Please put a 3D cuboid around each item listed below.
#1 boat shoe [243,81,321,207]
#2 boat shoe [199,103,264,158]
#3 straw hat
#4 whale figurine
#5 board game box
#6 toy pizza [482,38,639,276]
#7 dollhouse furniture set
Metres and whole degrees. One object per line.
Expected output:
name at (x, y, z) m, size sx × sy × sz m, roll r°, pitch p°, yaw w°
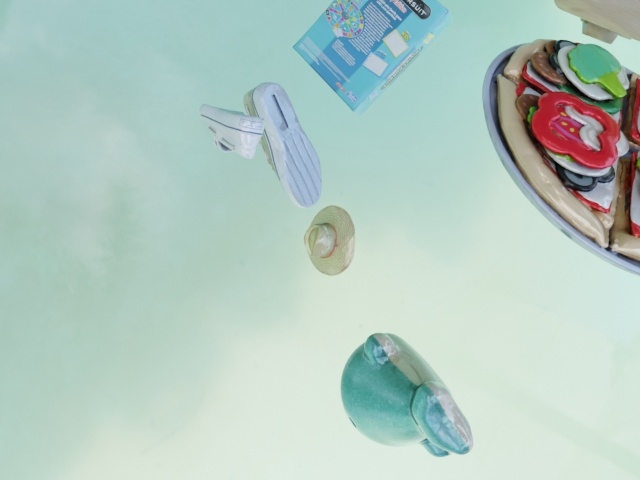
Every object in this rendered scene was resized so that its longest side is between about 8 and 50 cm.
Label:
boat shoe at (-0.084, -0.218, 1.206) m, size 0.109 × 0.094 × 0.302 m, roll -32°, pitch 113°, yaw -30°
boat shoe at (-0.170, -0.197, 0.930) m, size 0.083 × 0.226 × 0.075 m, roll 6°, pitch 105°, yaw -27°
straw hat at (0.000, 0.000, 1.029) m, size 0.061 × 0.145 × 0.144 m, roll -1°, pitch 105°, yaw -47°
whale figurine at (0.115, 0.242, 0.765) m, size 0.141 × 0.272 × 0.216 m, roll -33°, pitch 95°, yaw -10°
board game box at (0.132, -0.542, 1.369) m, size 0.336 × 0.253 × 0.079 m, roll -44°, pitch 170°, yaw 16°
toy pizza at (0.198, -0.064, 0.332) m, size 0.201 × 0.201 × 0.032 m, roll -21°, pitch 158°, yaw -29°
dollhouse furniture set at (0.284, -0.277, 0.500) m, size 0.144 × 0.123 × 0.151 m, roll 111°, pitch 2°, yaw -55°
